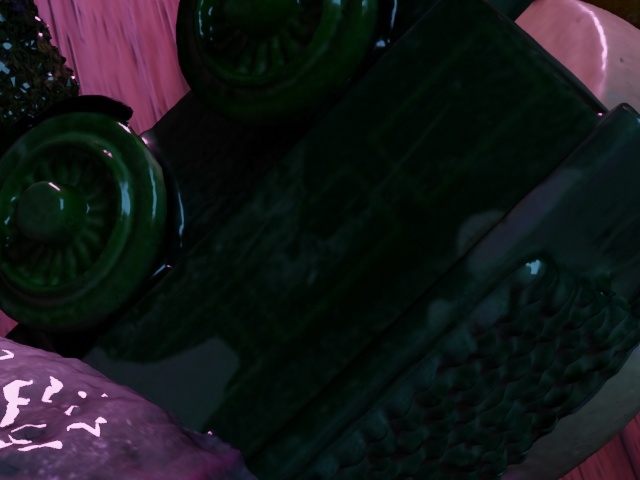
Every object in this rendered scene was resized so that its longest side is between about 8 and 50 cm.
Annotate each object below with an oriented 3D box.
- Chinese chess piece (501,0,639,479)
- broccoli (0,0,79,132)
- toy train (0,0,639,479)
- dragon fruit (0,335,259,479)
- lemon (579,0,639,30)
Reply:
[{"bbox_3d":[0.073,0.005,0.818,0.101,0.250,0.250,38,35,-24],"label":"Chinese chess piece"},{"bbox_3d":[-0.166,-0.066,0.728,0.146,0.138,0.162,51,33,4],"label":"broccoli"},{"bbox_3d":[0.000,0.000,0.657,0.202,0.266,0.145,51,13,30],"label":"toy train"},{"bbox_3d":[-0.114,0.154,0.480,0.283,0.204,0.221,55,22,12],"label":"dragon fruit"},{"bbox_3d":[0.190,-0.230,1.248,0.184,0.184,0.248,48,17,0],"label":"lemon"}]
